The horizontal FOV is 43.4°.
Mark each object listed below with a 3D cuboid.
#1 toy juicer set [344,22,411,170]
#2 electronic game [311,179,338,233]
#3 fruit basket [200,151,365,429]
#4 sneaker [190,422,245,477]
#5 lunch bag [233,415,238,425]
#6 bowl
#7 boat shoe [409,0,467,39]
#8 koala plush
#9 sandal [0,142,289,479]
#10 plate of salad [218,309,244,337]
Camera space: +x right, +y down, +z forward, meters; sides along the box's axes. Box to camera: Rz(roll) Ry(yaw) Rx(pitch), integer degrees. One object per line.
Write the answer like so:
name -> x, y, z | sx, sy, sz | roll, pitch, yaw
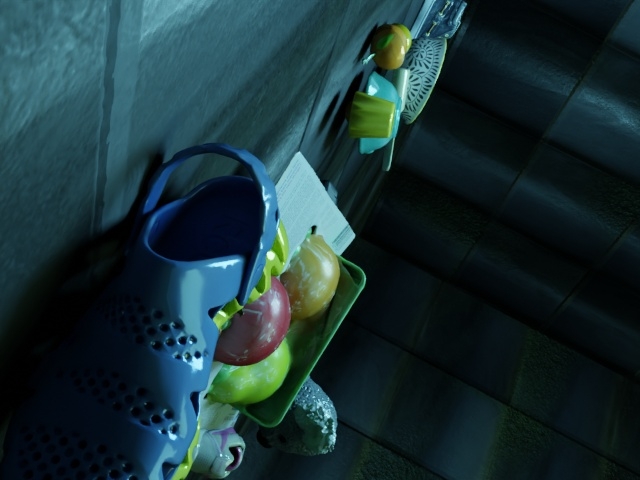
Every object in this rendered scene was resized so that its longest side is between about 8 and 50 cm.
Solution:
toy juicer set -> 0.091, -0.242, 1.309 | 0.329, 0.089, 0.209 | 30, 70, -82
electronic game -> 0.000, 0.000, 1.515 | 0.229, 0.048, 0.230 | 7, 90, -87
fruit basket -> -0.083, 0.080, 0.969 | 0.327, 0.165, 0.353 | -58, 158, -5
sneaker -> -0.198, 0.394, 1.524 | 0.103, 0.111, 0.252 | -63, 176, 5
lunch bag -> -0.222, 0.413, 1.752 | 0.071, 0.053, 0.083 | -65, 166, 16
bowl -> 0.157, -0.306, 1.473 | 0.170, 0.080, 0.170 | -159, -90, -80
boat shoe -> 0.228, -0.423, 1.657 | 0.183, 0.083, 0.065 | -65, 174, 32
koala plush -> -0.056, 0.247, 1.272 | 0.203, 0.221, 0.196 | -40, 169, -14
sandal -> -0.112, 0.048, 0.542 | 0.138, 0.126, 0.318 | 104, 6, -53
plate of salad -> -0.132, 0.110, 0.692 | 0.200, 0.048, 0.200 | -44, -165, 14
